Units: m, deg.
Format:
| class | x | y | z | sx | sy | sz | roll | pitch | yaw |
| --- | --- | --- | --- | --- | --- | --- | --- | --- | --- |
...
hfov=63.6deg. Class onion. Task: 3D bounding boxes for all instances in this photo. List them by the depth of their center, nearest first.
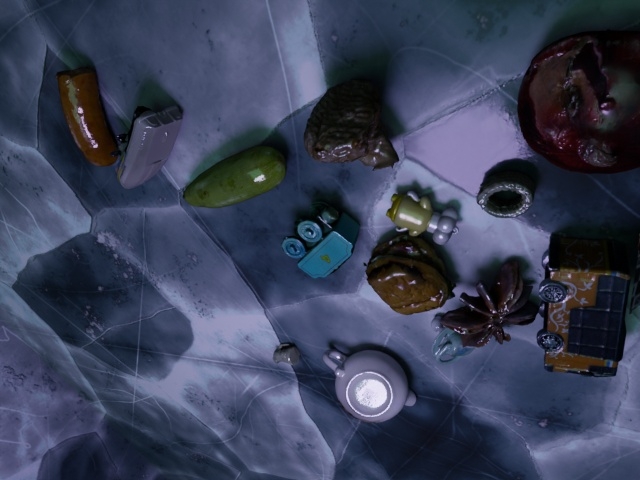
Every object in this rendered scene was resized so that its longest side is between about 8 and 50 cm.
| class | x | y | z | sx | sy | sz | roll | pitch | yaw |
| --- | --- | --- | --- | --- | --- | --- | --- | --- | --- |
| onion | 0.448 | -0.202 | 0.836 | 0.271 | 0.195 | 0.272 | 20 | 143 | 16 |

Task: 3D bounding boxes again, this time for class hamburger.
| class | x | y | z | sx | sy | sz | roll | pitch | yaw |
| --- | --- | --- | --- | --- | --- | --- | --- | --- | --- |
| hamburger | 0.200 | 0.094 | 1.216 | 0.183 | 0.130 | 0.206 | -21 | 113 | 39 |

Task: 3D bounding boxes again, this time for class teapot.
| class | x | y | z | sx | sy | sz | roll | pitch | yaw |
| --- | --- | --- | --- | --- | --- | --- | --- | --- | --- |
| teapot | 0.136 | 0.402 | 1.462 | 0.298 | 0.139 | 0.204 | 35 | 104 | 5 |
| teapot | -0.111 | 0.356 | 1.612 | 0.083 | 0.057 | 0.067 | -11 | 79 | 37 |

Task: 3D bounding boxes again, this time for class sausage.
| class | x | y | z | sx | sy | sz | roll | pitch | yaw |
| --- | --- | --- | --- | --- | --- | --- | --- | --- | --- |
| sausage | -0.613 | -0.317 | 1.367 | 0.108 | 0.109 | 0.271 | 11 | 129 | 20 |

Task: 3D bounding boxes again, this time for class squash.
| class | x | y | z | sx | sy | sz | roll | pitch | yaw |
| --- | --- | --- | --- | --- | --- | --- | --- | --- | --- |
| squash | -0.234 | -0.142 | 1.284 | 0.370 | 0.118 | 0.118 | -14 | 115 | 36 |

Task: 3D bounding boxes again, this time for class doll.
| class | x | y | z | sx | sy | sz | roll | pitch | yaw |
| --- | --- | --- | --- | --- | --- | --- | --- | --- | --- |
| doll | 0.227 | -0.050 | 1.142 | 0.162 | 0.062 | 0.106 | 24 | 126 | 13 |

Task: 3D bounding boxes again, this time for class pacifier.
| class | x | y | z | sx | sy | sz | roll | pitch | yaw |
| --- | --- | --- | --- | --- | --- | --- | --- | --- | --- |
| pacifier | 0.315 | 0.238 | 1.276 | 0.116 | 0.150 | 0.127 | 44 | 123 | 46 |

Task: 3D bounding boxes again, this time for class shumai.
| class | x | y | z | sx | sy | sz | roll | pitch | yaw |
| --- | --- | --- | --- | --- | --- | --- | --- | --- | --- |
| shumai | 0.071 | -0.209 | 1.045 | 0.166 | 0.206 | 0.176 | -2 | 143 | 35 |

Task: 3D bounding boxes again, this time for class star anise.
| class | x | y | z | sx | sy | sz | roll | pitch | yaw |
| --- | --- | --- | --- | --- | --- | --- | --- | --- | --- |
| star anise | 0.390 | 0.153 | 1.157 | 0.229 | 0.093 | 0.237 | 7 | 116 | -15 |

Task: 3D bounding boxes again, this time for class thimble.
| class | x | y | z | sx | sy | sz | roll | pitch | yaw |
| --- | --- | --- | --- | --- | --- | --- | --- | --- | --- |
| thimble | 0.371 | -0.092 | 1.037 | 0.109 | 0.062 | 0.085 | 3 | 123 | 25 |

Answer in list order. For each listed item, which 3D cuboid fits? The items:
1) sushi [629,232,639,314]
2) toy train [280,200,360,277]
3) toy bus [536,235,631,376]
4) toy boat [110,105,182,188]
| class | x | y | z | sx | sy | sz | roll | pitch | yaw |
| --- | --- | --- | --- | --- | --- | --- | --- | --- | --- |
| sushi | 0.616 | 0.027 | 0.969 | 0.031 | 0.139 | 0.201 | 33 | 141 | 51 |
| toy train | 0.000 | 0.000 | 1.270 | 0.154 | 0.107 | 0.198 | 37 | 131 | -11 |
| toy bus | 0.539 | 0.141 | 1.067 | 0.167 | 0.138 | 0.275 | 4 | 121 | 23 |
| toy boat | -0.456 | -0.243 | 1.318 | 0.141 | 0.141 | 0.269 | 48 | 132 | -10 |
